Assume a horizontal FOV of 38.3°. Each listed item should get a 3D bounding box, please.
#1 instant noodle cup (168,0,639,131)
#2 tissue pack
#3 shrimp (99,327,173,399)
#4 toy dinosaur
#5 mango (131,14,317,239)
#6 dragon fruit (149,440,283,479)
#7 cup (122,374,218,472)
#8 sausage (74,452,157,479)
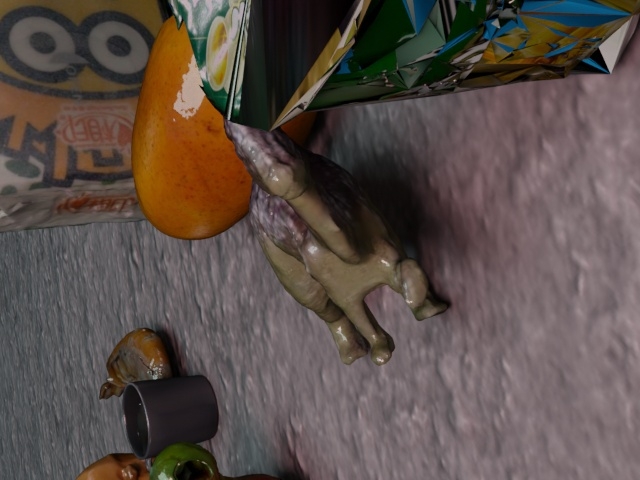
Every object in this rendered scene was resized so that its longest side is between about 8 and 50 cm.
[{"bbox_3d":[0.044,-0.168,0.436,0.240,0.178,0.240,16,109,58],"label":"instant noodle cup"},{"bbox_3d":[-0.253,-0.167,0.898,0.128,0.228,0.311,-45,58,52],"label":"tissue pack"},{"bbox_3d":[-0.210,0.170,1.053,0.187,0.051,0.132,-26,68,60],"label":"shrimp"},{"bbox_3d":[0.006,-0.004,0.567,0.162,0.077,0.294,56,171,4],"label":"toy dinosaur"},{"bbox_3d":[-0.088,-0.086,0.732,0.252,0.126,0.154,130,138,-52],"label":"mango"},{"bbox_3d":[-0.064,0.308,0.755,0.268,0.130,0.295,-6,90,60],"label":"dragon fruit"},{"bbox_3d":[-0.152,0.188,0.937,0.078,0.077,0.100,9,103,59],"label":"cup"},{"bbox_3d":[-0.222,0.327,1.036,0.241,0.136,0.120,-66,35,35],"label":"sausage"}]
